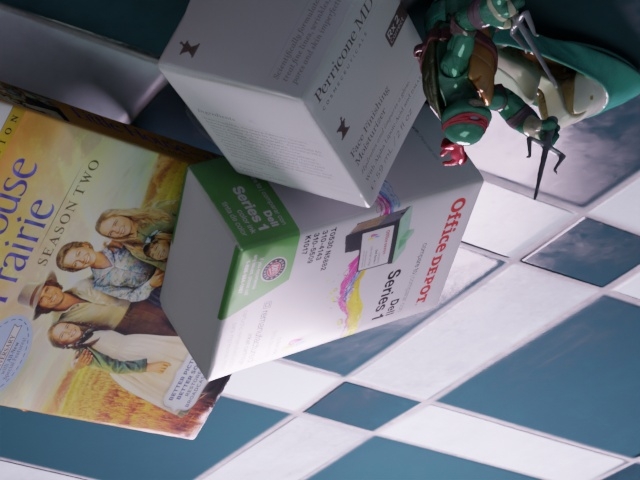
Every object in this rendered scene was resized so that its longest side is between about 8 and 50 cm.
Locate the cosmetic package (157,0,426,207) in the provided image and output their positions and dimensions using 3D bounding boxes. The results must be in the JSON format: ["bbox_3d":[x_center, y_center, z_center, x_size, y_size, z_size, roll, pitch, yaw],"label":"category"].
[{"bbox_3d":[-0.015,-0.149,1.466,0.151,0.151,0.184,16,160,29],"label":"cosmetic package"}]

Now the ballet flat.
[{"bbox_3d":[0.199,-0.148,1.568,0.247,0.087,0.083,19,145,-28],"label":"ballet flat"}]

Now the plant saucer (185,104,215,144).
[{"bbox_3d":[-0.038,-0.119,1.676,0.195,0.037,0.195,0,150,0],"label":"plant saucer"}]

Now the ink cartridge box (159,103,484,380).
[{"bbox_3d":[0.000,0.000,1.655,0.278,0.117,0.201,-16,144,-28],"label":"ink cartridge box"}]

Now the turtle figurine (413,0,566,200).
[{"bbox_3d":[0.137,-0.157,1.409,0.118,0.234,0.175,-6,149,10],"label":"turtle figurine"}]

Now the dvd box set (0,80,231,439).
[{"bbox_3d":[-0.225,0.032,1.667,0.420,0.062,0.308,18,108,-43],"label":"dvd box set"}]
